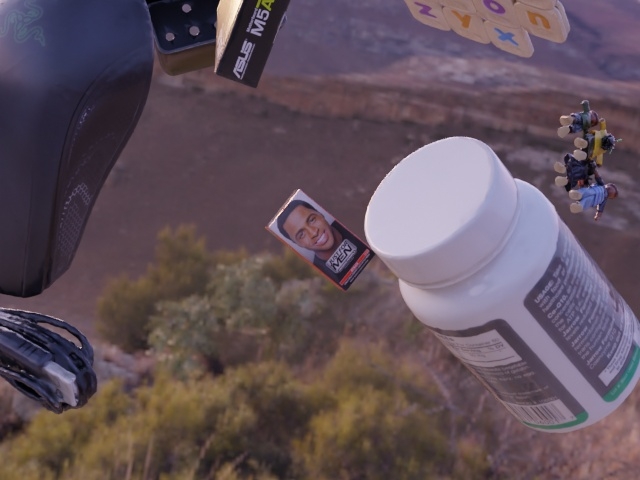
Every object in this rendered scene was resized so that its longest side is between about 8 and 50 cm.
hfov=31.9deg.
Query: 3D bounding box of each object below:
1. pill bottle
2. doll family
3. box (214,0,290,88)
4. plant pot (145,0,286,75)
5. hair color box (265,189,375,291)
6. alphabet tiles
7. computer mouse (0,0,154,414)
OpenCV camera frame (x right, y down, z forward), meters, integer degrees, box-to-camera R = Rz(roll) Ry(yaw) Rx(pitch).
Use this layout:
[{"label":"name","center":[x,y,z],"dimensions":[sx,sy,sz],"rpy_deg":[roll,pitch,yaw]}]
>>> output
[{"label":"pill bottle","center":[0.221,0.056,1.325],"dimensions":[0.361,0.204,0.204],"rpy_deg":[46,-12,-35]},{"label":"doll family","center":[0.443,-0.129,1.838],"dimensions":[0.076,0.193,0.111],"rpy_deg":[20,25,38]},{"label":"box","center":[-0.045,-0.250,0.981],"dimensions":[0.045,0.184,0.191],"rpy_deg":[20,25,-14]},{"label":"plant pot","center":[-0.176,-0.341,1.637],"dimensions":[0.187,0.188,0.167],"rpy_deg":[-17,-12,-15]},{"label":"hair color box","center":[0.000,0.000,1.558],"dimensions":[0.141,0.072,0.043],"rpy_deg":[39,-4,-8]},{"label":"alphabet tiles","center":[0.143,-0.300,1.257],"dimensions":[0.284,0.021,0.278],"rpy_deg":[26,-8,29]},{"label":"computer mouse","center":[-0.186,-0.043,0.681],"dimensions":[0.188,0.272,0.072],"rpy_deg":[27,13,29]}]
